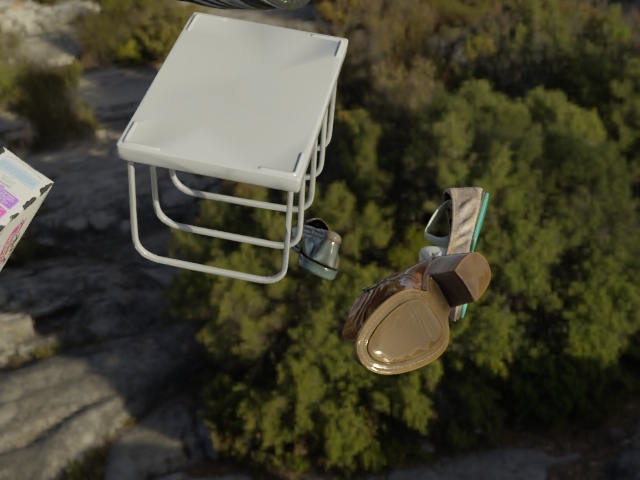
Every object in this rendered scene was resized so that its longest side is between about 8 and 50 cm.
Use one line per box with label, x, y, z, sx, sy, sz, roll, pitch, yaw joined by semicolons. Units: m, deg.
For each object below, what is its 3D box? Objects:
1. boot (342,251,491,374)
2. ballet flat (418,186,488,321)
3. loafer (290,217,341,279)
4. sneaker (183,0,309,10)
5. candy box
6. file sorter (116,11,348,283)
boot;0.092;0.111;1.515;0.220;0.109;0.283;-19;19;50
ballet flat;0.242;0.019;1.976;0.106;0.108;0.316;12;47;7
loafer;0.000;0.000;1.920;0.096;0.084;0.267;22;9;-13
sneaker;-0.244;-0.460;1.585;0.447;0.169;0.257;27;-16;-37
candy box;-0.378;0.014;1.091;0.070;0.165;0.196;35;27;-6
file sorter;-0.093;-0.107;1.214;0.192;0.173;0.278;11;42;6
